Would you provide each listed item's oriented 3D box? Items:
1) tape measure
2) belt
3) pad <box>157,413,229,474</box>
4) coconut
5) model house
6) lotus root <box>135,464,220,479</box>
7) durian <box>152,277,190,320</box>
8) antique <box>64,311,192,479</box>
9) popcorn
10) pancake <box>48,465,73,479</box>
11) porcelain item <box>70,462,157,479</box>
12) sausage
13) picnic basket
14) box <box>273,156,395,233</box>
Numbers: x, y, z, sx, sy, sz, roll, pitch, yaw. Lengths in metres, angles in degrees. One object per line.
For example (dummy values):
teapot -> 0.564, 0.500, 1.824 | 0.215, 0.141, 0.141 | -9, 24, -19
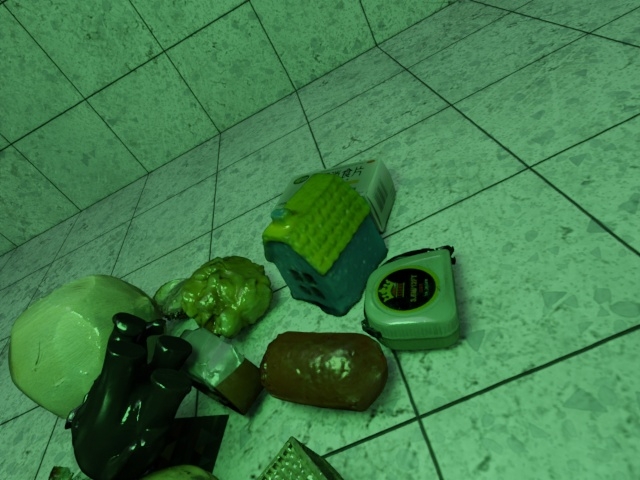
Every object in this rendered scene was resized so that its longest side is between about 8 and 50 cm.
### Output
tape measure -> 0.191, 0.120, 0.900 | 0.207, 0.115, 0.235 | -10, 37, 20
belt -> -0.244, 0.290, 0.956 | 0.261, 0.184, 0.105 | 8, 51, 43
pad -> -0.310, 0.467, 0.952 | 0.211, 0.003, 0.143 | -15, 39, 23
coconut -> -0.584, 0.269, 1.110 | 0.360, 0.346, 0.346 | -27, 36, 10
model house -> 0.000, 0.000, 1.033 | 0.215, 0.303, 0.237 | 13, 54, 37
lotus root -> -0.311, 0.509, 0.751 | 0.309, 0.183, 0.183 | -23, 37, 14
durian -> -0.426, 0.183, 1.302 | 0.148, 0.091, 0.189 | 7, 46, 25
antique -> -0.370, 0.305, 0.810 | 0.255, 0.185, 0.322 | -69, 24, 7
popcorn -> -0.244, 0.159, 1.121 | 0.232, 0.192, 0.266 | 5, 38, 0
pancake -> -0.740, 0.708, 0.937 | 0.426, 0.067, 0.305 | -36, 34, -2
porcelain item -> -0.463, 0.543, 0.865 | 0.288, 0.138, 0.186 | -42, 44, -9
sausage -> 0.005, 0.256, 0.836 | 0.267, 0.153, 0.141 | -7, 65, 31
picnic basket -> -0.038, 0.445, 0.647 | 0.196, 0.154, 0.134 | -48, 44, -14
box -> 0.039, -0.114, 1.257 | 0.332, 0.145, 0.173 | -6, 41, 32
